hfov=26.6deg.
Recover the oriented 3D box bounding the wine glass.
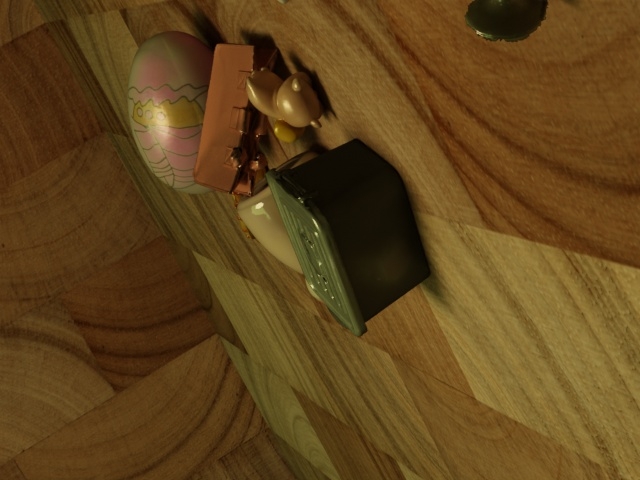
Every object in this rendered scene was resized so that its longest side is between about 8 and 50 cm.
[{"bbox_3d":[0.136,-0.276,1.036,0.074,0.074,0.262,47,161,39],"label":"wine glass"}]

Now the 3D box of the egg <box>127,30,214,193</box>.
[{"bbox_3d":[-0.212,-0.203,2.170,0.196,0.196,0.271,45,159,45],"label":"egg"}]

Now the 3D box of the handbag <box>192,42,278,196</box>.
[{"bbox_3d":[-0.119,-0.175,1.949,0.157,0.059,0.212,18,99,63],"label":"handbag"}]

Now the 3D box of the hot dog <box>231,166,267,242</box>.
[{"bbox_3d":[-0.123,-0.072,2.388,0.104,0.076,0.250,48,161,35],"label":"hot dog"}]

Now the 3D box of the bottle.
[{"bbox_3d":[0.000,0.000,1.979,0.236,0.147,0.147,53,168,-12],"label":"bottle"}]

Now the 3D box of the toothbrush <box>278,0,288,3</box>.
[{"bbox_3d":[-0.121,-0.382,1.812,0.288,0.024,0.021,46,160,42],"label":"toothbrush"}]

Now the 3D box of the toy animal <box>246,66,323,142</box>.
[{"bbox_3d":[-0.038,-0.199,1.829,0.114,0.091,0.082,49,140,-13],"label":"toy animal"}]

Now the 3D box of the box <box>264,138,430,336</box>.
[{"bbox_3d":[0.042,-0.011,1.803,0.163,0.135,0.243,44,161,49],"label":"box"}]
